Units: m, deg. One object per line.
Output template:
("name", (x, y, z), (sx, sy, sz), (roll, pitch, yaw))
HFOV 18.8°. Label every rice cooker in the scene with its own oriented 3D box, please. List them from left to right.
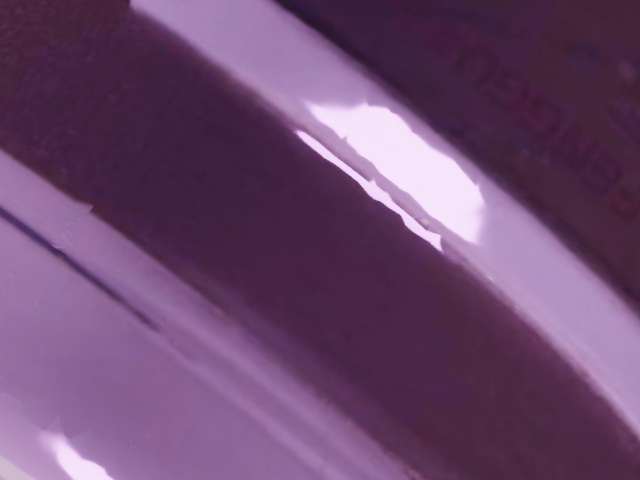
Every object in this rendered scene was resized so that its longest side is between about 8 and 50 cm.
("rice cooker", (0.000, 0.000, 0.529), (0.335, 0.325, 0.335), (37, 164, 13))
